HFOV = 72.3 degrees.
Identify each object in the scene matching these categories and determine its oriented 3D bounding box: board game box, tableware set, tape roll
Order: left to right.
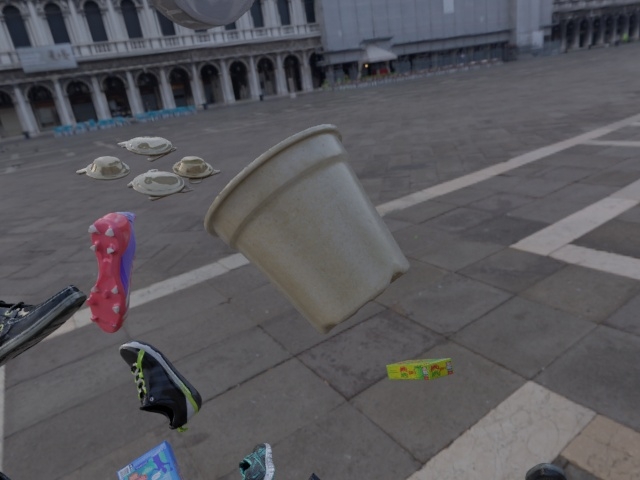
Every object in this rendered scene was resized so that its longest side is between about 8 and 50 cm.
[{"bbox_3d":[-0.231,-0.102,0.606,0.169,0.020,0.141,23,36,18],"label":"tableware set"},{"bbox_3d":[-0.482,0.724,1.274,0.160,0.047,0.210,-29,51,-15],"label":"board game box"},{"bbox_3d":[-0.215,-0.495,0.774,0.219,0.219,0.072,-24,28,-37],"label":"tape roll"},{"bbox_3d":[0.287,0.375,1.278,0.092,0.043,0.181,-3,-13,-31],"label":"board game box"}]

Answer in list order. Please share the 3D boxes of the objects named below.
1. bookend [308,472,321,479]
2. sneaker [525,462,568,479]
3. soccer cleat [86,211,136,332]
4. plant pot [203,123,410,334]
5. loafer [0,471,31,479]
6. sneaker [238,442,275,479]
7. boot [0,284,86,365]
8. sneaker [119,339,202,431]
[{"bbox_3d":[-0.058,0.488,0.701,0.072,0.156,0.157,37,32,24],"label":"bookend"},{"bbox_3d":[0.459,0.581,0.922,0.087,0.227,0.130,19,28,15],"label":"sneaker"},{"bbox_3d":[-0.396,0.064,0.857,0.083,0.247,0.095,12,21,12],"label":"soccer cleat"},{"bbox_3d":[0.000,0.000,0.868,0.334,0.305,0.334,-37,-7,-6],"label":"plant pot"},{"bbox_3d":[-0.550,0.480,0.795,0.223,0.078,0.076,30,-18,-1],"label":"loafer"},{"bbox_3d":[-0.154,0.520,1.026,0.076,0.064,0.166,16,-6,-12],"label":"sneaker"},{"bbox_3d":[-0.490,0.091,0.638,0.237,0.178,0.085,-34,3,-2],"label":"boot"},{"bbox_3d":[-0.360,0.314,0.947,0.235,0.084,0.097,41,41,3],"label":"sneaker"}]
